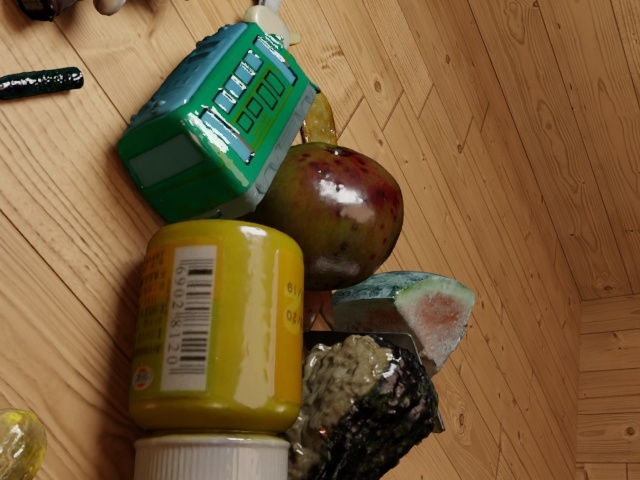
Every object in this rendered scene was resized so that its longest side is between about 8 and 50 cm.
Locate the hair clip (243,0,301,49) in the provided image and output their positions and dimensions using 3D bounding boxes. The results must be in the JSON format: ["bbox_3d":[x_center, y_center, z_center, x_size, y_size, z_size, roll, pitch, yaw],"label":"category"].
[{"bbox_3d":[-0.099,-0.426,1.258,0.159,0.071,0.218,34,56,-50],"label":"hair clip"}]

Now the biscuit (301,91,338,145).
[{"bbox_3d":[0.000,-0.215,1.367,0.119,0.029,0.246,-7,85,-51],"label":"biscuit"}]

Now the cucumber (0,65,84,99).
[{"bbox_3d":[-0.360,-0.197,0.797,0.133,0.032,0.032,-36,109,-55],"label":"cucumber"}]

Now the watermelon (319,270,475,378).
[{"bbox_3d":[0.179,0.194,1.351,0.387,0.229,0.258,7,81,-51],"label":"watermelon"}]

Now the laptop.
[{"bbox_3d":[0.085,0.243,1.118,0.015,0.269,0.187,-31,105,-40],"label":"laptop"}]

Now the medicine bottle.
[{"bbox_3d":[-0.134,0.184,0.831,0.224,0.225,0.384,28,56,-51],"label":"medicine bottle"}]

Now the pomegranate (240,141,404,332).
[{"bbox_3d":[-0.003,-0.021,1.118,0.323,0.291,0.290,107,4,-47],"label":"pomegranate"}]

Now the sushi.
[{"bbox_3d":[0.011,0.288,0.950,0.171,0.350,0.211,46,3,-21],"label":"sushi"}]

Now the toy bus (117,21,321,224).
[{"bbox_3d":[-0.152,-0.189,0.979,0.199,0.184,0.343,51,39,-27],"label":"toy bus"}]

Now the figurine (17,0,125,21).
[{"bbox_3d":[-0.262,-0.439,0.872,0.218,0.206,0.365,51,40,-13],"label":"figurine"}]

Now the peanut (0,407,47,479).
[{"bbox_3d":[-0.344,0.255,0.612,0.087,0.087,0.206,56,36,-30],"label":"peanut"}]
